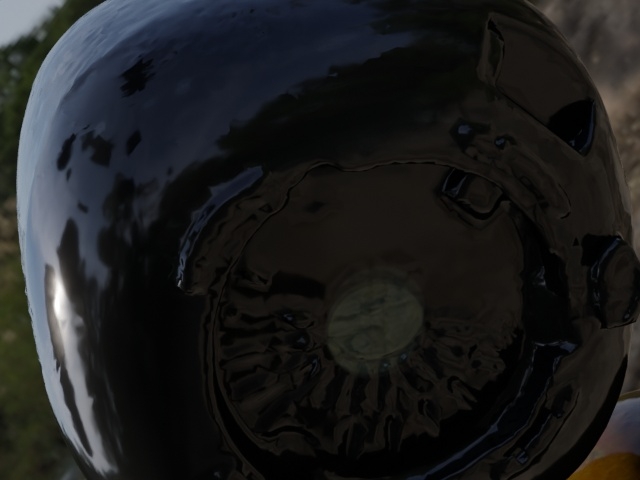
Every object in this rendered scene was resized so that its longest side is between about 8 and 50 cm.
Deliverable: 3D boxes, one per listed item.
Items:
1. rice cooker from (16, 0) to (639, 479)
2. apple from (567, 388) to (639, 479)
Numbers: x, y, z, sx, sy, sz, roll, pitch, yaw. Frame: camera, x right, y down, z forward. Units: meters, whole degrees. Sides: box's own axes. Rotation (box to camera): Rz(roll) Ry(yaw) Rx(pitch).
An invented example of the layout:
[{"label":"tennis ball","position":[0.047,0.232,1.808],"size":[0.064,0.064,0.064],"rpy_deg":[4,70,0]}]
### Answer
[{"label":"rice cooker","position":[0.000,0.000,0.641],"size":[0.267,0.267,0.224],"rpy_deg":[-53,23,3]},{"label":"apple","position":[0.191,0.186,0.742],"size":[0.237,0.237,0.207],"rpy_deg":[-53,25,-1]}]
